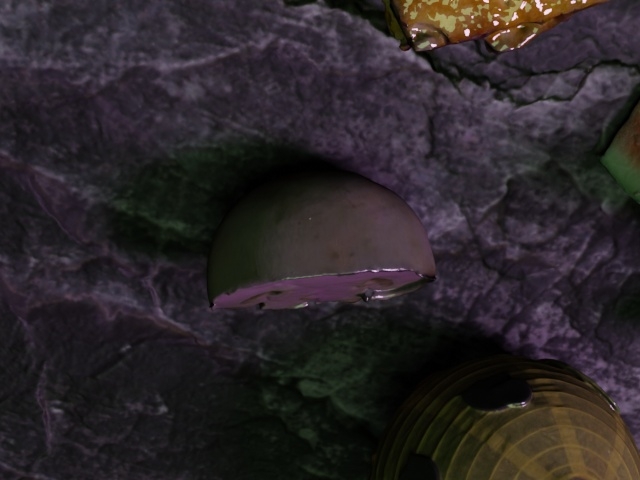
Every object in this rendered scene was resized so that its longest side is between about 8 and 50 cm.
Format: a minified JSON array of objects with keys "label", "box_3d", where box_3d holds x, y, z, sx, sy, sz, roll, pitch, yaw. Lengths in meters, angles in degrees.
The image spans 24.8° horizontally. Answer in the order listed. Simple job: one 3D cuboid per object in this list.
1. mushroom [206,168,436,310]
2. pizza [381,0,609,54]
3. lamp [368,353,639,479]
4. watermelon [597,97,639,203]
[{"label":"mushroom","box_3d":[0.000,0.000,1.197,0.188,0.141,0.117,-1,88,-8]},{"label":"pizza","box_3d":[0.135,-0.261,1.039,0.409,0.114,0.277,14,119,-11]},{"label":"lamp","box_3d":[0.172,0.226,1.246,0.250,0.284,0.250,0,91,-22]},{"label":"watermelon","box_3d":[0.336,-0.102,1.194,0.207,0.136,0.202,3,85,26]}]
